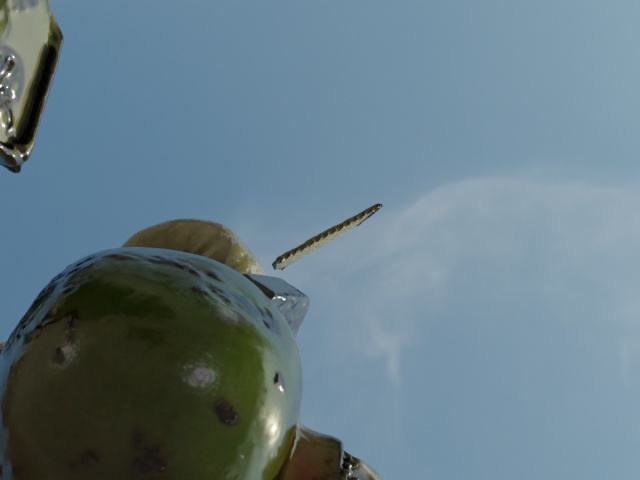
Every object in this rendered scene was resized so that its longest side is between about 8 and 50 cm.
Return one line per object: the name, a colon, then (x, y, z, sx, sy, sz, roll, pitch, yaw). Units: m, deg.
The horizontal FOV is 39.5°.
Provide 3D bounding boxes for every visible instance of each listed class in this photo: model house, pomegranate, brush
model house: (-0.275, -0.112, 0.682, 0.205, 0.278, 0.218, 9, -152, 23)
pomegranate: (-0.100, 0.135, 0.701, 0.323, 0.291, 0.291, 2, -128, 12)
brush: (-0.087, 0.140, 1.076, 0.059, 0.123, 0.197, 24, -85, 25)

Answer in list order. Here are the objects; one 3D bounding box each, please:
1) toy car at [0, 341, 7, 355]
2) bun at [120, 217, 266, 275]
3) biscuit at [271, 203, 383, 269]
toy car: (-0.411, 0.220, 1.222, 0.095, 0.205, 0.056, 29, -134, 15)
bun: (-0.228, 0.089, 1.553, 0.273, 0.273, 0.168, -1, -166, 1)
biscuit: (0.001, 0.001, 1.460, 0.203, 0.144, 0.016, -29, -94, -21)
